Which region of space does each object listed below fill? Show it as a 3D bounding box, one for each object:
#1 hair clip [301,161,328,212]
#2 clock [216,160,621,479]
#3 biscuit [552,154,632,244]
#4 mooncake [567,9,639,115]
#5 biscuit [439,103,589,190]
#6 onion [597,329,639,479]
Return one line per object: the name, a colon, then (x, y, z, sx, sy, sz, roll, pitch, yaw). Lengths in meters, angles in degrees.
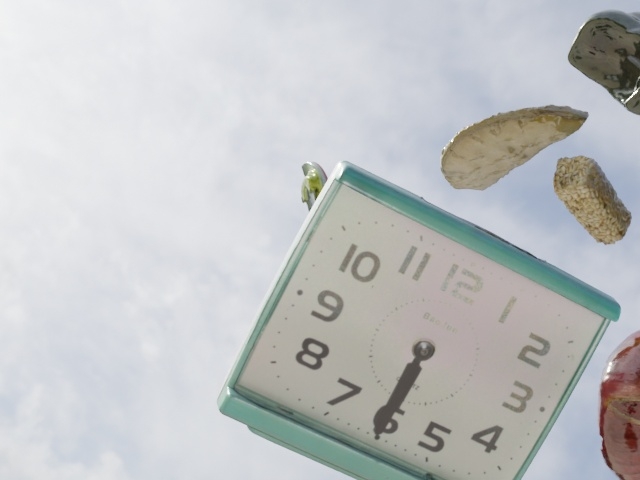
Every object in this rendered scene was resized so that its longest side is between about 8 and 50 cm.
hair clip: (0.000, 0.000, 0.960, 0.033, 0.189, 0.060, 0, -14, -13)
clock: (0.076, 0.086, 0.759, 0.262, 0.116, 0.231, 26, -82, -11)
biscuit: (0.435, -0.066, 1.431, 0.070, 0.082, 0.168, -4, -39, 47)
mooncake: (0.409, -0.231, 1.160, 0.175, 0.168, 0.104, 29, -51, 19)
biscuit: (0.294, -0.159, 1.505, 0.141, 0.038, 0.289, 21, -34, -30)
onion: (0.504, 0.251, 1.316, 0.161, 0.248, 0.248, 5, -48, 30)
